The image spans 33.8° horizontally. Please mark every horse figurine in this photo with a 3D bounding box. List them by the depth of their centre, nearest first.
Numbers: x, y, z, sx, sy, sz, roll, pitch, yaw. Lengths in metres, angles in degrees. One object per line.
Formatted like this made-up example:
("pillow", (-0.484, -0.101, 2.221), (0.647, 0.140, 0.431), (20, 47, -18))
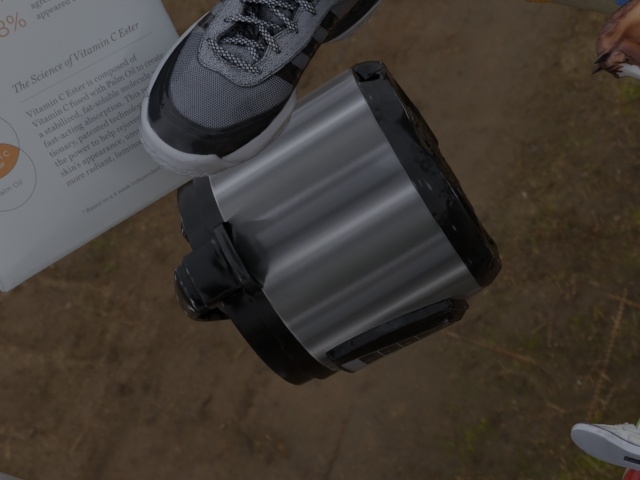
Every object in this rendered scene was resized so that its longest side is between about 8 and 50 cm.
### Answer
("horse figurine", (0.345, -0.229, 0.881), (0.175, 0.066, 0.263), (19, 84, 8))

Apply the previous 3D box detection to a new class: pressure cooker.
("pressure cooker", (-0.002, -0.005, 1.486), (0.420, 0.370, 0.375), (-30, 38, 9))

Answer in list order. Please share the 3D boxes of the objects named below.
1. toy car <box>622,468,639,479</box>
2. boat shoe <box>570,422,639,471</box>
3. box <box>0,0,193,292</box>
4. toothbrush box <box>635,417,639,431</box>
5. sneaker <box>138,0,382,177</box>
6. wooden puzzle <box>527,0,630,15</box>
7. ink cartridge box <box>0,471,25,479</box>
("toy car", (0.527, 0.408, 1.456), (0.210, 0.219, 0.238), (-1, 34, 15))
("boat shoe", (0.285, 0.188, 0.982), (0.100, 0.035, 0.035), (16, 45, 19))
("box", (-0.255, -0.167, 0.805), (0.215, 0.345, 0.168), (-34, 20, -22))
("toothbrush box", (0.499, 0.264, 1.231), (0.206, 0.283, 0.122), (28, 87, 32))
("sneaker", (-0.029, -0.169, 0.728), (0.101, 0.153, 0.268), (35, 60, 6))
("wooden puzzle", (0.319, -0.347, 1.158), (0.322, 0.348, 0.080), (16, 66, 16))
("ink cartridge box", (-0.337, 0.305, 0.769), (0.395, 0.166, 0.285), (3, 81, 41))
